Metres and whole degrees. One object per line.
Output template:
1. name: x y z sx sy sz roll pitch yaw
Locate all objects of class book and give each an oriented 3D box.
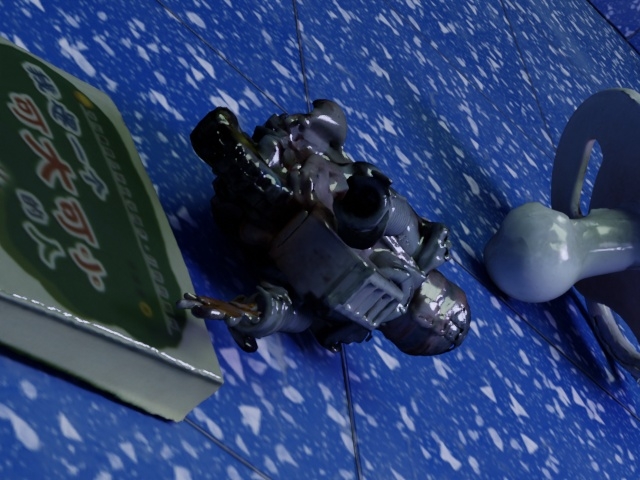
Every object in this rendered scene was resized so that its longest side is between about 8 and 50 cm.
1. book: -0.217 -0.059 0.901 0.371 0.043 0.260 28 30 -46

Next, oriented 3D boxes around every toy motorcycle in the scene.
1. toy motorcycle: 0.000 0.000 1.091 0.207 0.134 0.401 48 7 10

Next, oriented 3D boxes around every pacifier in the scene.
1. pacifier: 0.297 -0.001 1.624 0.273 0.220 0.332 32 14 -41
